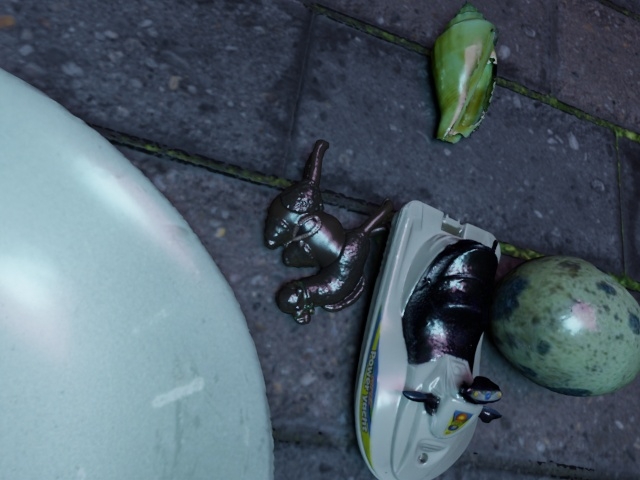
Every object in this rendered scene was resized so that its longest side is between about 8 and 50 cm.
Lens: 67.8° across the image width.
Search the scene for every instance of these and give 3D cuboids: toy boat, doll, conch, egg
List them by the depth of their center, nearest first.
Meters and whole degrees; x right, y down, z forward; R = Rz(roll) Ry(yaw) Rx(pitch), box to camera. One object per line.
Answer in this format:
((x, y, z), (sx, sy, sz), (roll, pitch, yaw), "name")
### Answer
((0.116, 0.098, 0.464), (0.140, 0.141, 0.269), (17, 65, -15), "toy boat")
((0.000, 0.000, 0.492), (0.139, 0.057, 0.165), (41, 70, -8), "doll")
((0.268, 0.096, 0.513), (0.181, 0.141, 0.141), (35, 66, -16), "egg")
((0.187, -0.221, 0.611), (0.095, 0.079, 0.201), (4, 90, -32), "conch")

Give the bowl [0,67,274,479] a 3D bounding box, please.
((-0.242, 0.088, 0.262), (0.196, 0.435, 0.435), (-37, 89, 19), "bowl")
